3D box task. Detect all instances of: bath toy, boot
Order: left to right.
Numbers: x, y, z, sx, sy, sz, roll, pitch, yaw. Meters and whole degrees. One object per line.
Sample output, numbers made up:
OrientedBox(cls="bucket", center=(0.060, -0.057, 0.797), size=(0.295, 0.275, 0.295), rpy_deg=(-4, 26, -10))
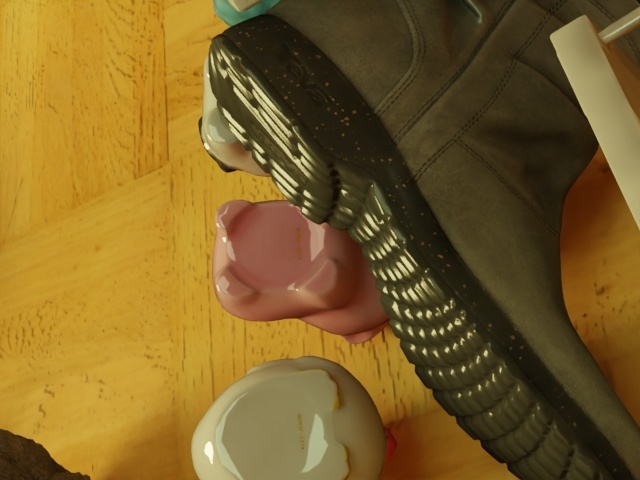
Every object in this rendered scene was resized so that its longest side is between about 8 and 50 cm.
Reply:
OrientedBox(cls="bath toy", center=(0.000, 0.000, 0.763), size=(0.152, 0.129, 0.348), rpy_deg=(0, 74, 6))
OrientedBox(cls="boot", center=(0.120, -0.037, 0.667), size=(0.223, 0.118, 0.338), rpy_deg=(-35, 86, -18))

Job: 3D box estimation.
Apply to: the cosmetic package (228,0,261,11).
OrientedBox(cls="cosmetic package", center=(0.099, -0.302, 0.701), size=(0.377, 0.097, 0.284), rpy_deg=(-28, 23, 18))

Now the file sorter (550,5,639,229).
OrientedBox(cls="file sorter", center=(0.252, 0.012, 0.505), size=(0.173, 0.193, 0.277), rpy_deg=(-33, 55, 23))

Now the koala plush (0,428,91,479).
OrientedBox(cls="koala plush", center=(-0.235, 0.258, 0.822), size=(0.221, 0.196, 0.203), rpy_deg=(-56, 37, 8))
